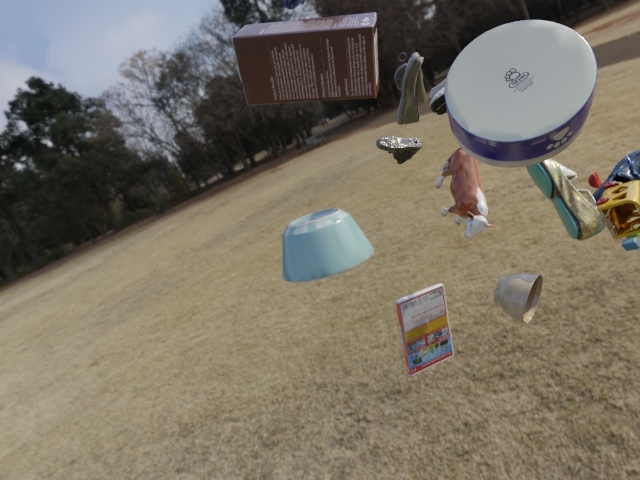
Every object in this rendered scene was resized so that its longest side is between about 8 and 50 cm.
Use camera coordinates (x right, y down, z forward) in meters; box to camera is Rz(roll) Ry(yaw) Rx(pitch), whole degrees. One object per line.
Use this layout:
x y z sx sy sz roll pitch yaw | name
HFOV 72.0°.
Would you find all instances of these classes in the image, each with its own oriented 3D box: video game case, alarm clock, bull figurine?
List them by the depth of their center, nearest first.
0.472 -0.147 1.452 0.101 0.311 0.188 1 -12 -19 | bull figurine
0.374 0.316 1.569 0.203 0.286 0.025 -17 13 -23 | video game case
0.403 -0.777 2.057 0.129 0.192 0.064 -6 18 44 | alarm clock

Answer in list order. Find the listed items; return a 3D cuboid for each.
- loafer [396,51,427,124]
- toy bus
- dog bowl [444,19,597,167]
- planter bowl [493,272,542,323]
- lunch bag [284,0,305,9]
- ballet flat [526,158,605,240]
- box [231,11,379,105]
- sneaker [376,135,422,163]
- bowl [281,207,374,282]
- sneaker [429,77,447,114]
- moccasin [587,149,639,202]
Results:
0.315 -0.500 1.472 0.087 0.251 0.095 12 50 9 | loafer
0.762 -0.093 1.083 0.190 0.203 0.104 15 -24 -33 | toy bus
0.381 -0.284 0.858 0.264 0.265 0.104 -24 -25 15 | dog bowl
0.621 0.170 1.401 0.109 0.162 0.162 19 43 39 | planter bowl
-0.027 -1.008 1.646 0.221 0.138 0.293 -58 4 -28 | lunch bag
0.778 -0.157 1.399 0.123 0.123 0.349 -24 57 13 | ballet flat
-0.031 -0.498 1.224 0.380 0.191 0.143 0 40 11 | box
0.336 -0.403 1.986 0.227 0.087 0.130 -5 -31 -28 | sneaker
0.000 0.000 1.410 0.311 0.163 0.311 -18 12 4 | bowl
0.494 -0.543 1.505 0.271 0.100 0.108 -23 50 22 | sneaker
1.276 -0.237 1.843 0.342 0.137 0.117 -53 -6 1 | moccasin
